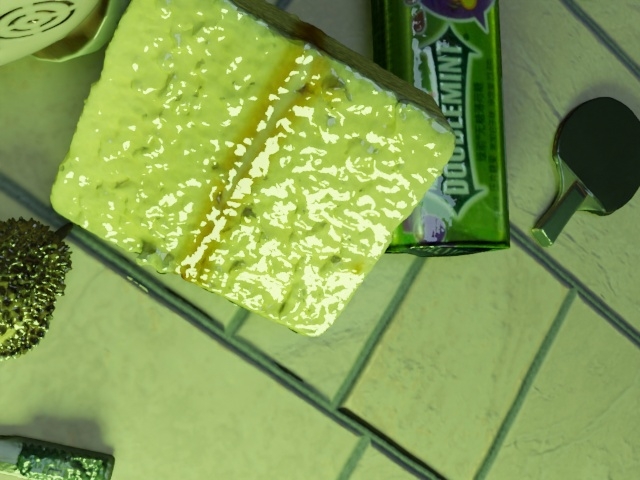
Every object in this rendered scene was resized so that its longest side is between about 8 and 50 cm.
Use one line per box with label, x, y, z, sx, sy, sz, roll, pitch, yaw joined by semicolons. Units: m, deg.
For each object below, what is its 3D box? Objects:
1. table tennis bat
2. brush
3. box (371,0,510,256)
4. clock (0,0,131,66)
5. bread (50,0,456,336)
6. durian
table tennis bat;0.316;-0.079;0.848;0.130;0.019;0.220;46;69;-12
brush;-0.261;0.172;0.578;0.190;0.027;0.034;19;76;-19
box;0.121;-0.156;0.729;0.134;0.097;0.346;1;86;-21
clock;-0.271;-0.186;0.444;0.325;0.342;0.184;-23;100;-16
bread;-0.062;-0.074;0.615;0.263;0.198;0.236;28;110;-7
durian;-0.248;0.029;0.574;0.110;0.071;0.140;47;65;-13
